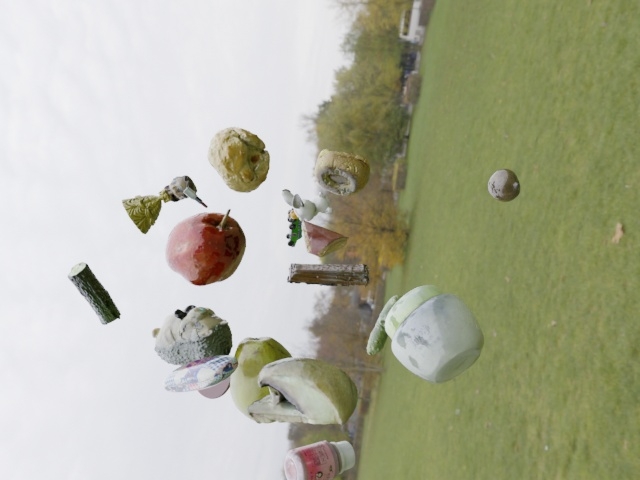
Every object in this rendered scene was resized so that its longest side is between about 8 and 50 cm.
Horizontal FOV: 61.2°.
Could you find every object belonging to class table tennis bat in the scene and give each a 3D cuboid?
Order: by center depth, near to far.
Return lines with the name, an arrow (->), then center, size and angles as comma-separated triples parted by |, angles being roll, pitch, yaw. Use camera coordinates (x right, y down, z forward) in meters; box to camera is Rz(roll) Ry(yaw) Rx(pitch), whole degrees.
table tennis bat -> -0.445, 0.495, 2.217 | 0.038, 0.200, 0.310 | 5, -91, -68

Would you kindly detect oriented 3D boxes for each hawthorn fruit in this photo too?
hawthorn fruit -> -0.407, 0.005, 1.999 | 0.330, 0.287, 0.287 | -52, 10, 30

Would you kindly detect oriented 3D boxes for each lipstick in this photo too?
lipstick -> -0.467, -0.158, 2.037 | 0.025, 0.107, 0.025 | -46, 18, 9

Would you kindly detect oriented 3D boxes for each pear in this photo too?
pear -> -0.204, 0.492, 1.938 | 0.253, 0.253, 0.307 | -33, -67, -82

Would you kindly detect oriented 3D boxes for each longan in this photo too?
longan -> 0.584, -0.174, 1.709 | 0.092, 0.113, 0.113 | -27, -37, -25

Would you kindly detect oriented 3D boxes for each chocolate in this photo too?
chocolate -> 0.032, 0.129, 2.145 | 0.065, 0.330, 0.102 | 92, 180, -49

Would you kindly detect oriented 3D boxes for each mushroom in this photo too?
mushroom -> -0.050, 0.390, 1.507 | 0.212, 0.292, 0.217 | 62, -150, -12

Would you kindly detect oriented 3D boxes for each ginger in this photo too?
ginger -> 0.284, 0.369, 2.381 | 0.289, 0.089, 0.137 | -60, 8, 7

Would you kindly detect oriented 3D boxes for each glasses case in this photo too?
glasses case -> -0.379, 0.418, 1.689 | 0.125, 0.327, 0.076 | -31, -84, -46

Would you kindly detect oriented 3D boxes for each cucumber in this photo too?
cucumber -> -0.544, 0.131, 1.312 | 0.058, 0.058, 0.187 | -76, -21, -44

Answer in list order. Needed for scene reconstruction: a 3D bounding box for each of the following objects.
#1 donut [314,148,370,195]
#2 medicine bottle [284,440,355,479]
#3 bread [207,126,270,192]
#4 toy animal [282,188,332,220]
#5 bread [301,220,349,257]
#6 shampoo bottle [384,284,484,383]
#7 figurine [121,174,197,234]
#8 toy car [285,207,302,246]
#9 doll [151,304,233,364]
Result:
donut -> 0.100, -0.310, 2.527 | 0.208, 0.262, 0.128 | 89, -162, -47
medicine bottle -> 0.000, 0.815, 1.987 | 0.147, 0.247, 0.147 | 8, 99, 59
bread -> -0.273, -0.285, 1.887 | 0.244, 0.134, 0.244 | 16, -110, -51
toy animal -> -0.062, -0.128, 1.935 | 0.182, 0.131, 0.127 | -11, -68, -37
bread -> 0.000, -0.001, 2.025 | 0.067, 0.192, 0.119 | 94, -163, -52
shampoo bottle -> 0.418, 0.346, 1.974 | 0.317, 0.322, 0.322 | 49, 155, 31
figurine -> -0.719, -0.192, 2.467 | 0.187, 0.315, 0.168 | 53, 175, 44
toy car -> -0.106, -0.051, 2.238 | 0.071, 0.063, 0.165 | -107, 20, -55
doll -> -0.471, 0.355, 2.021 | 0.247, 0.350, 0.247 | -1, -89, -46
